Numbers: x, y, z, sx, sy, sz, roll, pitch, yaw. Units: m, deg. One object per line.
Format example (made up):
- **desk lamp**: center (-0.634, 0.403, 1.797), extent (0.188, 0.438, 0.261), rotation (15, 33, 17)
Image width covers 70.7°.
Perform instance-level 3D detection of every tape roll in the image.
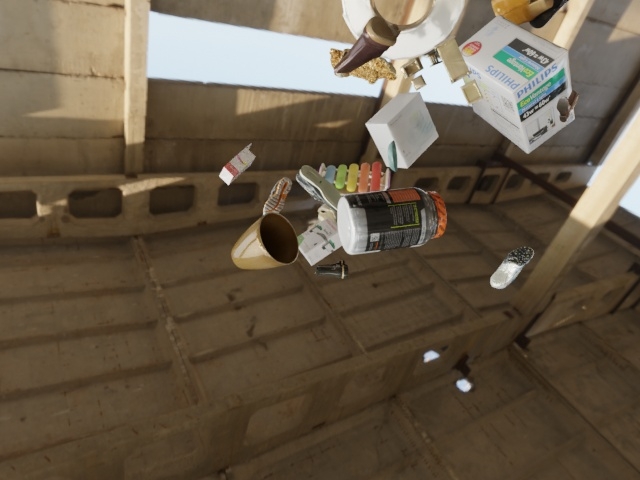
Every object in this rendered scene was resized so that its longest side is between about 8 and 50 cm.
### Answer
- **tape roll**: center (0.258, -0.775, 1.418), extent (0.391, 0.392, 0.072), rotation (17, -143, 1)

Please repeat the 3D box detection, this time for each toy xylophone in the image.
- **toy xylophone**: center (0.147, -0.241, 1.973), extent (0.322, 0.081, 0.236), rotation (-1, -127, 2)

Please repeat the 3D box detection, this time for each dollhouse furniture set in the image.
- **dollhouse furniture set**: center (0.334, -0.439, 1.254), extent (0.182, 0.160, 0.101), rotation (62, -159, -9)

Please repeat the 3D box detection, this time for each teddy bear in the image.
- **teddy bear**: center (0.181, -0.766, 2.007), extent (0.337, 0.113, 0.245), rotation (19, -169, 15)

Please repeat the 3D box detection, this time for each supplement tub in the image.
- **supplement tub**: center (0.240, -0.071, 1.544), extent (0.337, 0.207, 0.207), rotation (-6, -143, -12)

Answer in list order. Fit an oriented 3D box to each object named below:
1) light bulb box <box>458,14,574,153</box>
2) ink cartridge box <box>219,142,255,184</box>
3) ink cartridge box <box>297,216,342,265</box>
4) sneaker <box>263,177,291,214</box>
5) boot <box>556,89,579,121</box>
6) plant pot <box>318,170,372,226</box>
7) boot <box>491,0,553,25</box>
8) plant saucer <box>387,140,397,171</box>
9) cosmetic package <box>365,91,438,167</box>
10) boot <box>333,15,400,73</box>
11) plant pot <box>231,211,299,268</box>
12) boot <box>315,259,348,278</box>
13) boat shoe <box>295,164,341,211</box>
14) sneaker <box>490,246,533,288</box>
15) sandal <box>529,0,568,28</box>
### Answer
- **light bulb box**: center (0.739, -0.592, 1.725), extent (0.361, 0.225, 0.358), rotation (42, -167, -50)
- **ink cartridge box**: center (-0.383, -0.366, 2.156), extent (0.067, 0.115, 0.198), rotation (44, -117, -7)
- **ink cartridge box**: center (0.000, 0.000, 2.238), extent (0.219, 0.093, 0.160), rotation (-34, -142, -6)
- **sneaker**: center (-0.214, -0.208, 2.201), extent (0.084, 0.215, 0.083), rotation (34, 173, -25)
- **boot**: center (0.831, -0.471, 1.509), extent (0.037, 0.106, 0.114), rotation (25, -111, 36)
- **plant pot**: center (0.166, -0.159, 2.453), extent (0.305, 0.334, 0.333), rotation (-36, -124, -22)
- **boot**: center (0.734, -0.968, 1.723), extent (0.104, 0.295, 0.211), rotation (-43, -160, -19)
- **plant saucer**: center (0.273, -0.319, 1.714), extent (0.021, 0.119, 0.119), rotation (-4, -152, 19)
- **cosmetic package**: center (0.345, -0.461, 1.889), extent (0.224, 0.225, 0.138), rotation (-46, -148, -18)
- **boot**: center (0.122, -0.551, 1.321), extent (0.090, 0.206, 0.248), rotation (56, -148, -6)
- **plant pot**: center (-0.266, 0.033, 1.979), extent (0.237, 0.254, 0.237), rotation (32, -134, -40)
- **boot**: center (0.037, 0.120, 1.928), extent (0.136, 0.077, 0.198), rotation (2, 178, -6)
- **boat shoe**: center (-0.001, -0.199, 1.812), extent (0.233, 0.079, 0.084), rotation (43, -129, -5)
- **sneaker**: center (0.839, 0.117, 1.971), extent (0.086, 0.237, 0.085), rotation (5, -139, -40)
- **sandal**: center (0.905, -0.929, 1.718), extent (0.097, 0.255, 0.054), rotation (41, -141, 13)
